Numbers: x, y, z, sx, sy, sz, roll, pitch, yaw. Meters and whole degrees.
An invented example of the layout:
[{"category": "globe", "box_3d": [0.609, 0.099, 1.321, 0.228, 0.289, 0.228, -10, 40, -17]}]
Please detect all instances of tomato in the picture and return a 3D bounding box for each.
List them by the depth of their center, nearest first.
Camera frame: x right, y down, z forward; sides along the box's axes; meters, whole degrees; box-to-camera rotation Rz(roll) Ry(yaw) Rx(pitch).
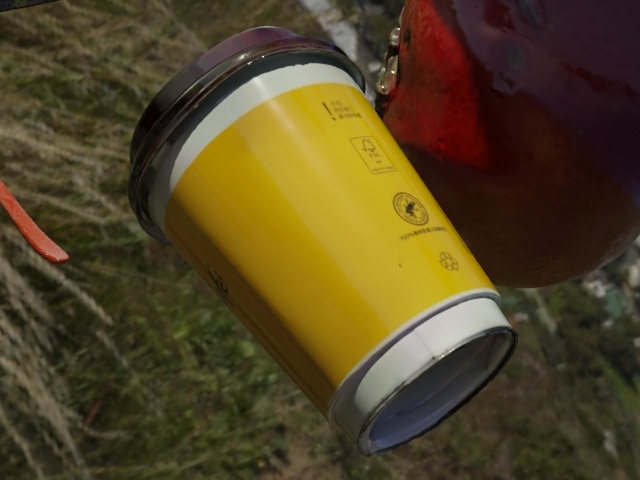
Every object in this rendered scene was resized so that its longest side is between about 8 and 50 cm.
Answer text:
[{"category": "tomato", "box_3d": [0.193, -0.124, 1.117, 0.293, 0.290, 0.325, 104, -1, -46]}]

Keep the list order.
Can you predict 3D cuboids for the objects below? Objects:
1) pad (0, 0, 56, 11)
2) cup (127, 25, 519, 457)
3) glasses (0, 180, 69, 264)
[{"category": "pad", "box_3d": [-0.184, -0.262, 0.932, 0.211, 0.003, 0.143, -22, 111, -35]}, {"category": "cup", "box_3d": [0.000, 0.000, 0.832, 0.279, 0.196, 0.196, 53, 16, 23]}, {"category": "glasses", "box_3d": [-0.302, 0.000, 0.775, 0.268, 0.234, 0.118, 39, 13, 34]}]
